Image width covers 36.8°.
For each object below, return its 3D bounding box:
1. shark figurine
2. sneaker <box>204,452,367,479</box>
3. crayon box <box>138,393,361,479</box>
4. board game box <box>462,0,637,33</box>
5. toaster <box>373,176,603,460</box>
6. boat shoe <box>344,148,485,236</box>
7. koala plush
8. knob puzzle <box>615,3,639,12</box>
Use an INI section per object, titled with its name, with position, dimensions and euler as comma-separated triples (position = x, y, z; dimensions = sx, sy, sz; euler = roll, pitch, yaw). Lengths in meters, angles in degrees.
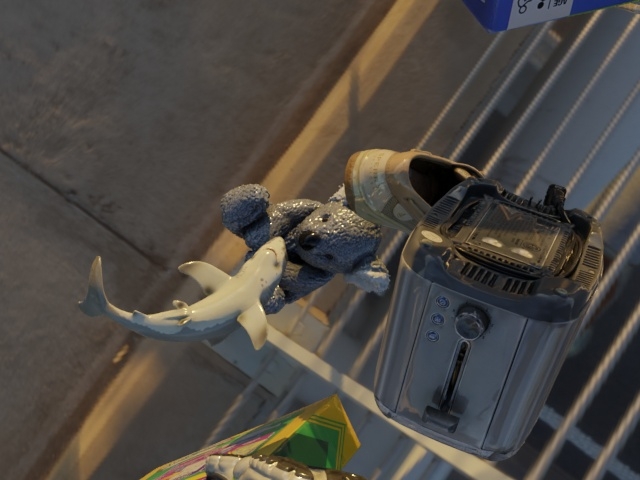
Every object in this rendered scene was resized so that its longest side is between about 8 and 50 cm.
[shark figurine]
position = -0.166, 0.101, 1.224
dimensions = 0.278, 0.116, 0.166
euler = -10, 59, -9
[sneaker]
position = -0.047, 0.234, 0.758
dimensions = 0.107, 0.279, 0.118
euler = 16, 73, -7
[crayon box]
position = -0.155, 0.373, 1.415
dimensions = 0.362, 0.313, 0.106
euler = -25, 88, 20
[board game box]
position = 0.101, -0.242, 0.422
dimensions = 0.233, 0.347, 0.078
euler = -15, 141, -15
[toaster]
position = 0.121, 0.051, 0.697
dimensions = 0.129, 0.227, 0.146
euler = 21, 116, 13
[boat shoe]
position = 0.177, -0.050, 1.331
dimensions = 0.341, 0.110, 0.122
euler = 11, 77, -48
[koala plush]
position = 0.000, 0.000, 1.414
dimensions = 0.203, 0.221, 0.196
euler = 2, 76, -53
[knob puzzle]
position = 0.484, -0.297, 1.324
dimensions = 0.213, 0.213, 0.030
euler = 9, 108, -18
